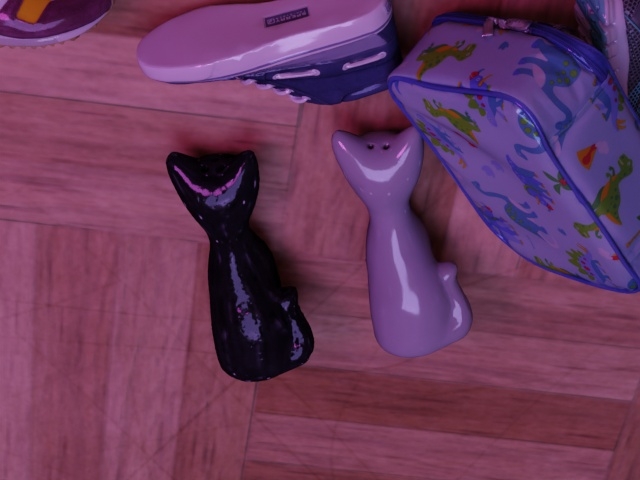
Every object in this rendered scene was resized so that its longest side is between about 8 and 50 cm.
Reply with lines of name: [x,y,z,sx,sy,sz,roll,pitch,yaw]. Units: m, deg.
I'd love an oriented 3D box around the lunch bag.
lunch bag: [0.157,-0.067,1.299,0.176,0.090,0.219,17,151,52]

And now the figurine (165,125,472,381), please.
figurine: [0.000,0.000,1.417,0.215,0.092,0.209,-9,127,9]

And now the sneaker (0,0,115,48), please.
sneaker: [-0.239,-0.187,1.261,0.186,0.069,0.084,-1,137,2]

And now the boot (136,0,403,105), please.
boot: [-0.034,-0.129,1.308,0.190,0.069,0.086,-10,137,9]

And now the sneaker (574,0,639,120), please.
sneaker: [0.233,-0.129,1.306,0.076,0.065,0.166,-20,142,-6]
